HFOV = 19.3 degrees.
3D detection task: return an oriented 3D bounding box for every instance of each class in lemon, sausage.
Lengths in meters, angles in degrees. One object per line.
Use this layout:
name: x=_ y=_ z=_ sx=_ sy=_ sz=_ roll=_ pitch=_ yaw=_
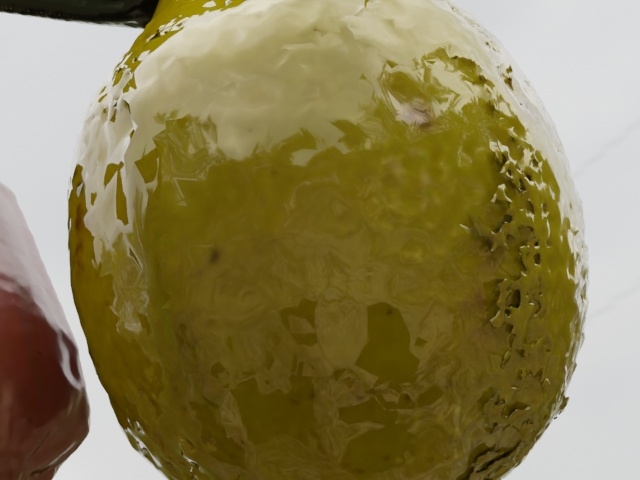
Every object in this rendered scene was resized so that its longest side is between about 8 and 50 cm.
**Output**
lemon: x=0.000 y=0.000 z=0.918 sx=0.258 sy=0.310 sz=0.258 roll=-18 pitch=-3 yaw=-1
sausage: x=-0.206 y=0.042 z=0.992 sx=0.148 sy=0.254 sz=0.148 roll=-16 pitch=-33 yaw=-10

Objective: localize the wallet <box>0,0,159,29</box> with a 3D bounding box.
wallet: x=-0.150 y=-0.191 z=1.021 sx=0.250 sy=0.149 sz=0.044 roll=13 pitch=-11 yaw=35
